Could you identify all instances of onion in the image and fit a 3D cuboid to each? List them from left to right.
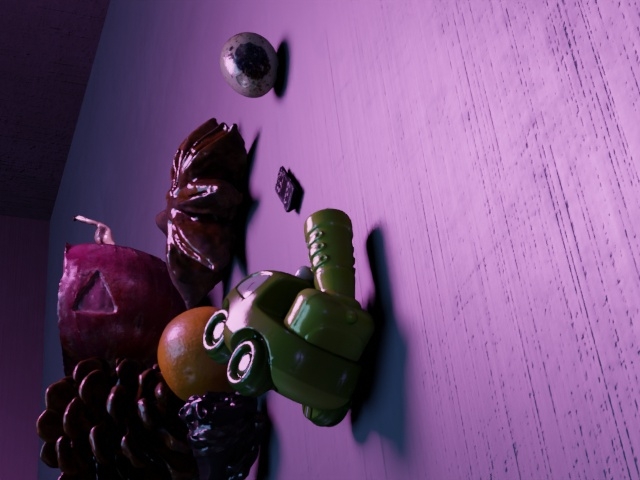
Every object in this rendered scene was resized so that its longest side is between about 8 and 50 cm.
[{"bbox_3d":[-0.315,0.116,2.060,0.256,0.231,0.272,-149,67,-80],"label":"onion"}]

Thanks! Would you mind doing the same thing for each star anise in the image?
[{"bbox_3d":[-0.188,-0.042,1.968,0.315,0.108,0.315,-175,90,-71],"label":"star anise"}]

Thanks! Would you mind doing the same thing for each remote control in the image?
[{"bbox_3d":[-0.044,-0.069,1.684,0.096,0.014,0.039,-122,43,-64],"label":"remote control"}]

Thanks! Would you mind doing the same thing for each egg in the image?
[{"bbox_3d":[-0.102,-0.253,1.820,0.110,0.085,0.085,-104,28,-44],"label":"egg"}]

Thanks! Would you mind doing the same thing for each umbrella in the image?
[{"bbox_3d":[-0.133,0.336,1.650,0.110,0.122,0.272,-1,-83,-64],"label":"umbrella"}]

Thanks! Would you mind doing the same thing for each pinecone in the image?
[{"bbox_3d":[-0.282,0.288,1.893,0.309,0.244,0.244,-8,72,40],"label":"pinecone"}]

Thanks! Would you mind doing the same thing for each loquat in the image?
[{"bbox_3d":[-0.157,0.160,1.746,0.141,0.141,0.141,-172,90,-72],"label":"loquat"}]

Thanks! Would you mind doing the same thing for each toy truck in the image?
[{"bbox_3d":[-0.016,0.090,1.355,0.210,0.148,0.187,-51,32,20],"label":"toy truck"}]

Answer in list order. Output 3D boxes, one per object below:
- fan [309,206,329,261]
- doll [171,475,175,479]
[{"bbox_3d":[0.000,0.000,1.535,0.083,0.004,0.056,117,153,-44],"label":"fan"},{"bbox_3d":[-0.304,0.413,2.048,0.155,0.113,0.275,11,81,47],"label":"doll"}]
